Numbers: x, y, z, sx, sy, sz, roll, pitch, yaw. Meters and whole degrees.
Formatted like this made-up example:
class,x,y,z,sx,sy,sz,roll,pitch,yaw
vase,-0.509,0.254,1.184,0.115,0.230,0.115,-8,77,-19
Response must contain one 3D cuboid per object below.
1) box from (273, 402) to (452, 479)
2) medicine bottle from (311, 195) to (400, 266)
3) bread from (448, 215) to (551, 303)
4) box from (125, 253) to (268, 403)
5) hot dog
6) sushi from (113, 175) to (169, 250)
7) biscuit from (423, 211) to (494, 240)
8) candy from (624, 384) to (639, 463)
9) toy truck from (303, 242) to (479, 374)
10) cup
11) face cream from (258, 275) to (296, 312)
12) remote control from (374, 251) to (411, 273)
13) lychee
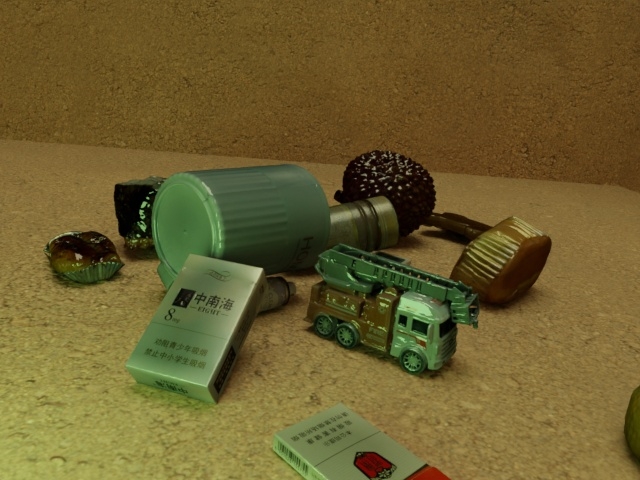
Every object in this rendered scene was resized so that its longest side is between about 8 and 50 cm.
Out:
class,x,y,z,sx,sy,sz,roll,pitch,yaw
box,0.062,0.311,0.745,0.139,0.035,0.245,-10,22,-40
medicine bottle,0.039,-0.020,1.517,0.323,0.151,0.151,-13,22,-17
bread,0.480,0.062,1.435,0.288,0.204,0.156,-16,45,-43
box,-0.204,0.143,0.954,0.156,0.067,0.242,12,51,14
hot dog,-0.586,0.030,1.368,0.163,0.081,0.270,-5,19,-33
sushi,-0.433,-0.082,1.587,0.235,0.207,0.349,4,7,38
biscuit,0.553,-0.016,1.879,0.432,0.064,0.283,23,16,41
candy,0.596,0.299,0.824,0.260,0.117,0.260,0,17,0
toy truck,0.141,0.129,1.094,0.339,0.184,0.133,16,21,31
cup,-0.201,-0.033,1.236,0.331,0.256,0.311,-9,1,41
face cream,-0.154,0.124,1.205,0.230,0.075,0.075,-10,23,-38
remote control,0.141,0.088,1.440,0.103,0.055,0.277,15,20,27
lychee,0.209,-0.146,1.802,0.331,0.305,0.306,-4,16,9
